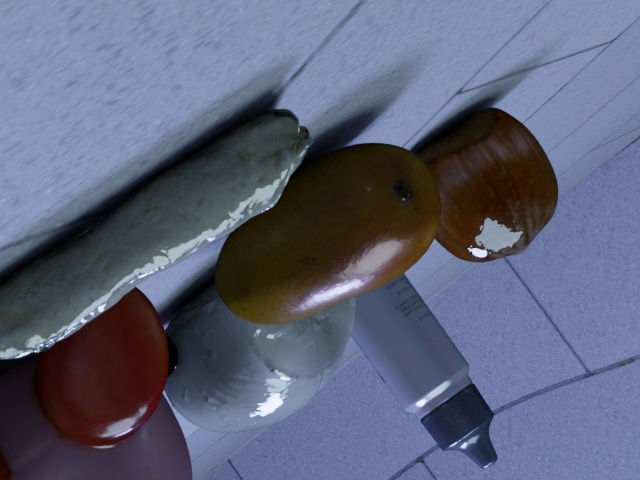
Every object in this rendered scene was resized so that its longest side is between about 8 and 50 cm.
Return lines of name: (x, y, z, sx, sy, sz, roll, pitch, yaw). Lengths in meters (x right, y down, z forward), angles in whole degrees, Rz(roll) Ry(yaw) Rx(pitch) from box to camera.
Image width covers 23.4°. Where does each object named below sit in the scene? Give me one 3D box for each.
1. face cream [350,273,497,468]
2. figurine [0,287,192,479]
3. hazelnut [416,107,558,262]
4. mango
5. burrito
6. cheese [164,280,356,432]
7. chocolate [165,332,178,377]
face cream: (0.099, 0.120, 1.714, 0.092, 0.311, 0.092, -35, 171, -7)
figurine: (-0.212, 0.194, 1.240, 0.269, 0.211, 0.261, -33, 171, -12)
hazelnut: (0.171, -0.055, 1.611, 0.150, 0.150, 0.150, -35, 172, -6)
mango: (0.000, -0.001, 1.314, 0.221, 0.120, 0.151, -30, 175, 16)
burrito: (-0.124, 0.001, 1.037, 0.275, 0.059, 0.082, -34, -174, -10)
cheese: (-0.066, 0.108, 1.554, 0.189, 0.154, 0.198, -34, 174, 28)
chocolate: (-0.202, 0.133, 1.514, 0.147, 0.070, 0.072, -29, -172, 41)
